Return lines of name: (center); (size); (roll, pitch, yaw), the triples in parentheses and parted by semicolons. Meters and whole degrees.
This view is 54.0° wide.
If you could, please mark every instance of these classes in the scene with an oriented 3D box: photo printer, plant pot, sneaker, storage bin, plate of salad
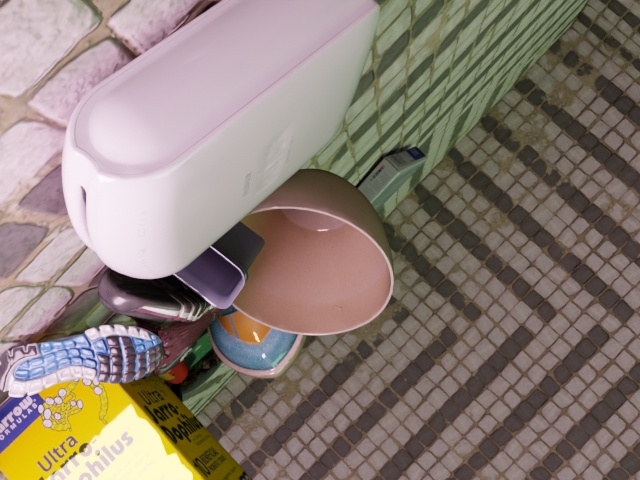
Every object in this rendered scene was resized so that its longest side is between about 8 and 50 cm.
photo printer: (-0.095, -0.097, 0.590); (0.307, 0.107, 0.256); (-43, 172, -22)
plant pot: (-0.017, -0.008, 1.025); (0.284, 0.284, 0.191); (-53, -163, 42)
sneaker: (-0.285, 0.138, 0.765); (0.190, 0.071, 0.083); (-6, 179, -7)
storage bin: (-0.145, 0.012, 0.832); (0.098, 0.135, 0.091); (-52, 180, 39)
sneaker: (-0.227, 0.125, 0.862); (0.163, 0.106, 0.281); (-57, 161, 5)
plate of salad: (-0.310, 0.303, 1.556); (0.199, 0.048, 0.200); (-30, -157, 14)

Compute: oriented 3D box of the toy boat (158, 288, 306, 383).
toy boat: (-0.179, 0.154, 1.135); (0.318, 0.267, 0.148); (-28, 140, -1)

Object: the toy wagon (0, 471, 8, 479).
toy wagon: (-0.510, 0.403, 0.799); (0.344, 0.068, 0.267); (108, 7, -84)

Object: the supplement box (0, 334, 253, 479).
supplement box: (-0.271, 0.329, 0.906); (0.195, 0.356, 0.194); (-44, 172, -5)

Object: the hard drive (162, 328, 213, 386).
hard drive: (-0.332, 0.260, 1.327); (0.339, 0.064, 0.237); (-38, 169, -44)

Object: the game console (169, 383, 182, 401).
game console: (-0.423, 0.424, 1.278); (0.293, 0.173, 0.250); (-49, 144, 6)

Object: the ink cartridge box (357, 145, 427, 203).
ink cartridge box: (0.155, -0.133, 1.890); (0.330, 0.071, 0.324); (-46, 174, 25)
